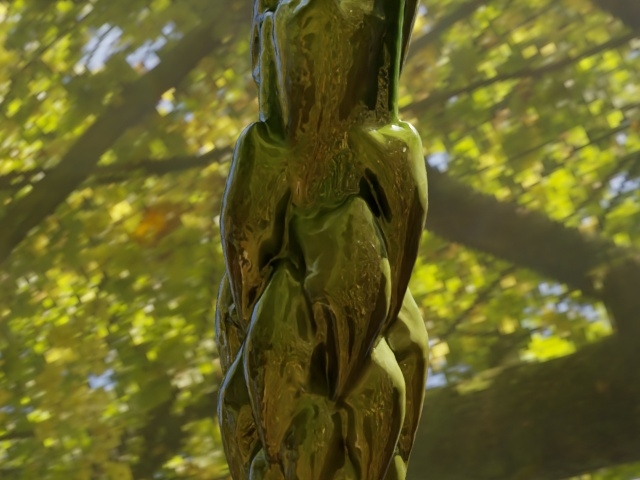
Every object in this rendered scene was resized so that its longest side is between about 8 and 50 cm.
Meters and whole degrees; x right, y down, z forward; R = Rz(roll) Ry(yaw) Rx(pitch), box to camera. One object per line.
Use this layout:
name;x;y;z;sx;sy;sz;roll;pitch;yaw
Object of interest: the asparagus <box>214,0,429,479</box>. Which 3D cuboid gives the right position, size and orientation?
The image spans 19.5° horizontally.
asparagus;0.000;0.000;0.647;0.080;0.080;0.287;2;-98;-28
